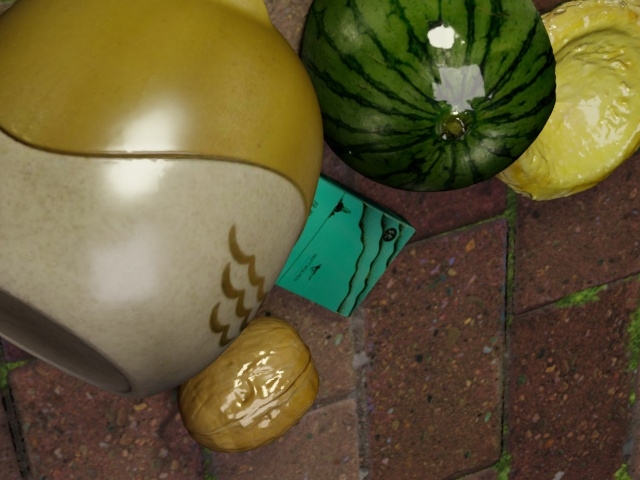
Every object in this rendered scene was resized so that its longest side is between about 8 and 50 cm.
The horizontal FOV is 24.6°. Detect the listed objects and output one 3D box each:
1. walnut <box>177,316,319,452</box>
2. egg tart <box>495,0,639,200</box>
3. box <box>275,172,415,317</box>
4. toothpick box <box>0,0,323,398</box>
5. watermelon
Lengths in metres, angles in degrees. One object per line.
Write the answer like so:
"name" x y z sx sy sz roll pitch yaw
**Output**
"walnut" -0.099 0.196 1.968 0.197 0.165 0.165 -36 131 -2
"egg tart" 0.329 -0.201 1.957 0.315 0.120 0.315 -15 129 -20
"box" 0.000 0.000 1.963 0.226 0.042 0.161 26 107 -38
"toothpick box" -0.207 -0.086 1.557 0.409 0.409 0.425 47 66 -41
"watermelon" 0.127 -0.192 1.751 0.330 0.189 0.331 0 111 0
